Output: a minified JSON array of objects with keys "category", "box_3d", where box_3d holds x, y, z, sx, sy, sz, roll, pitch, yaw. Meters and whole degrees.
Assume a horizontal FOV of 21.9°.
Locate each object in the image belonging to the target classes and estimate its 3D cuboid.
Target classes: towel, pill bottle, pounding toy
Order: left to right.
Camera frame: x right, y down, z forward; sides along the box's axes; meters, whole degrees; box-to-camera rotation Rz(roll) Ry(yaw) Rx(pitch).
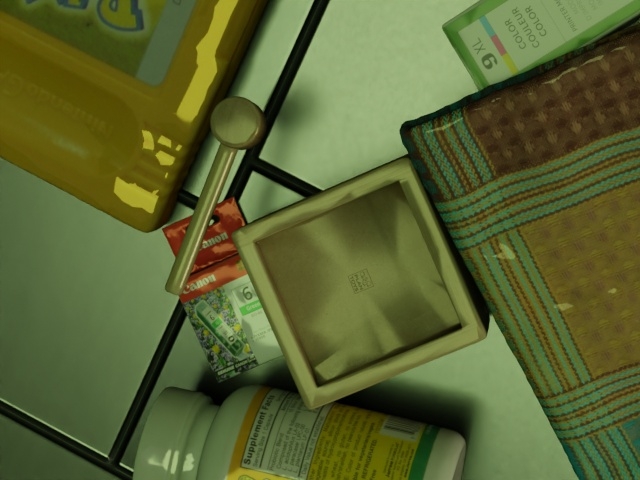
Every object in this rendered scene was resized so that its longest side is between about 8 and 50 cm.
[{"category":"pill bottle","box_3d":[-0.015,0.163,1.116,0.208,0.117,0.118,13,101,10]},{"category":"pounding toy","box_3d":[-0.011,-0.002,1.098,0.181,0.094,0.206,-23,92,9]},{"category":"towel","box_3d":[0.244,0.041,1.003,0.271,0.040,0.370,-23,110,23]}]

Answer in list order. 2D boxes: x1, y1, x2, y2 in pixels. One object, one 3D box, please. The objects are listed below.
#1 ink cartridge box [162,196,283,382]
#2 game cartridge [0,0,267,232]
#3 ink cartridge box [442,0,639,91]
[{"category":"ink cartridge box","box_3d":[-0.065,0.034,1.154,0.062,0.029,0.115,-24,93,15]},{"category":"game cartridge","box_3d":[-0.170,-0.209,1.132,0.285,0.052,0.324,27,102,8]},{"category":"ink cartridge box","box_3d":[0.140,-0.137,1.042,0.209,0.109,0.062,-32,89,16]}]
